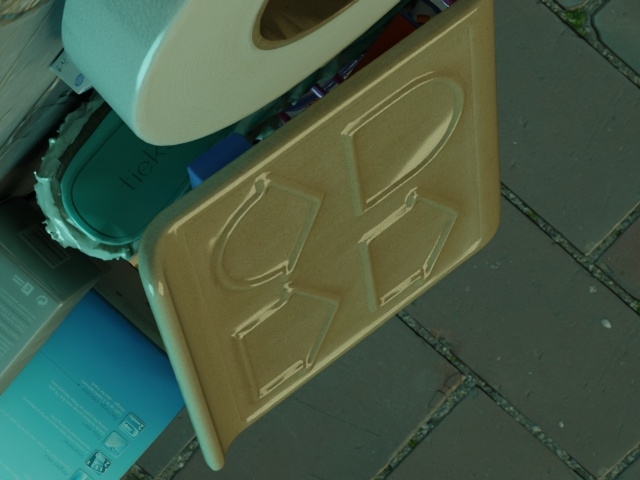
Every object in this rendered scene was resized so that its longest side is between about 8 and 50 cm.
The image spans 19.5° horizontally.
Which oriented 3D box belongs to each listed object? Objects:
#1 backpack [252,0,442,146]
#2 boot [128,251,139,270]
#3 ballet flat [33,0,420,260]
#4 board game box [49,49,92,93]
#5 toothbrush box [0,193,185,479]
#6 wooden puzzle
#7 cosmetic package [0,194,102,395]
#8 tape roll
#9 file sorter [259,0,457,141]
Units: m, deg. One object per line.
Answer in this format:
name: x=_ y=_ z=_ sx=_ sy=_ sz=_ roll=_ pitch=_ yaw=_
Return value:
backpack: x=0.033 y=-0.157 z=1.865 sx=0.276 sy=0.263 sz=0.213 roll=-50 pitch=142 yaw=0
boot: x=-0.207 y=-0.017 z=1.821 sx=0.305 sy=0.112 sz=0.115 roll=-47 pitch=170 yaw=-17
ballet flat: x=-0.063 y=-0.154 z=1.407 sx=0.409 sy=0.147 sz=0.147 roll=-42 pitch=180 yaw=-6
board game box: x=-0.104 y=-0.167 z=1.203 sx=0.154 sy=0.026 sz=0.103 roll=-48 pitch=-179 yaw=17
toothbrush box: x=-0.258 y=0.141 z=1.572 sx=0.295 sy=0.216 sz=0.126 roll=-49 pitch=-179 yaw=12
wooden puzzle: x=0.002 y=-0.019 z=1.423 sx=0.348 sy=0.080 sz=0.322 roll=-41 pitch=152 yaw=-18
cosmetic package: x=-0.287 y=0.089 z=1.438 sx=0.238 sy=0.107 sz=0.127 roll=-46 pitch=-178 yaw=11
tape roll: x=0.014 y=-0.210 z=1.114 sx=0.392 sy=0.072 sz=0.392 roll=-42 pitch=171 yaw=-8
file sorter: x=0.000 y=-0.179 z=1.595 sx=0.291 sy=0.182 sz=0.202 roll=-47 pitch=-177 yaw=30
